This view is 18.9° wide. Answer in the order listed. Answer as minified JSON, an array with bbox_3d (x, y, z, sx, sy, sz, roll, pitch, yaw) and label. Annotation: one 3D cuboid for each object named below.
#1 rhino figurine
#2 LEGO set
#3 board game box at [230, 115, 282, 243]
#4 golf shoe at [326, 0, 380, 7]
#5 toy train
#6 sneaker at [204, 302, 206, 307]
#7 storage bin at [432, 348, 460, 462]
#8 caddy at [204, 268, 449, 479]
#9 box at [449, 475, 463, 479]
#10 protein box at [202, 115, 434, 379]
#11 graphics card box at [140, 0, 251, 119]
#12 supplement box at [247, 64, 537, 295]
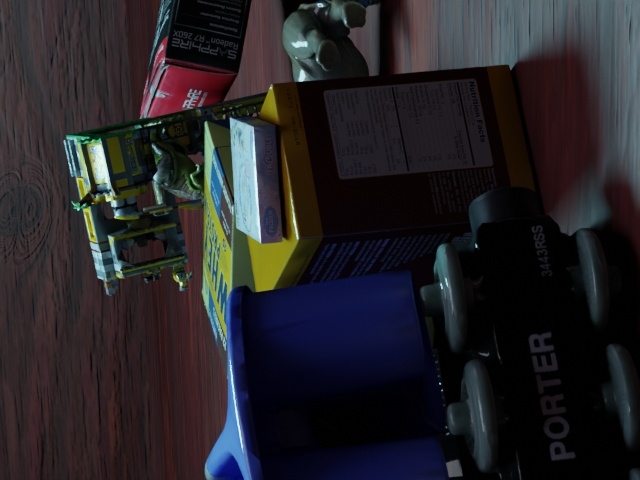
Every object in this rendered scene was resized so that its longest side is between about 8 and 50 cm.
[{"bbox_3d":[0.024,-0.124,1.877,0.106,0.073,0.243,31,141,59],"label":"rhino figurine"},{"bbox_3d":[-0.118,-0.043,2.052,0.255,0.331,0.192,4,107,64],"label":"LEGO set"},{"bbox_3d":[-0.050,-0.048,1.485,0.090,0.020,0.090,-148,53,-74],"label":"board game box"},{"bbox_3d":[0.025,-0.258,1.809,0.176,0.086,0.069,134,131,-72],"label":"golf shoe"},{"bbox_3d":[0.150,0.134,1.327,0.190,0.142,0.334,91,170,-65],"label":"toy train"},{"bbox_3d":[-0.078,-0.002,2.386,0.286,0.109,0.130,117,155,-56],"label":"sneaker"},{"bbox_3d":[0.041,0.156,1.697,0.122,0.180,0.084,121,141,-69],"label":"storage bin"},{"bbox_3d":[0.005,0.158,1.405,0.341,0.179,0.241,66,-166,-72],"label":"caddy"},{"bbox_3d":[0.072,0.325,1.669,0.270,0.165,0.143,104,158,-57],"label":"box"},{"bbox_3d":[0.000,0.000,1.767,0.136,0.200,0.201,-111,19,-50],"label":"protein box"},{"bbox_3d":[-0.122,-0.332,2.196,0.233,0.094,0.370,131,148,-73],"label":"graphics card box"},{"bbox_3d":[0.049,-0.038,1.543,0.191,0.194,0.129,119,144,-68],"label":"supplement box"}]
